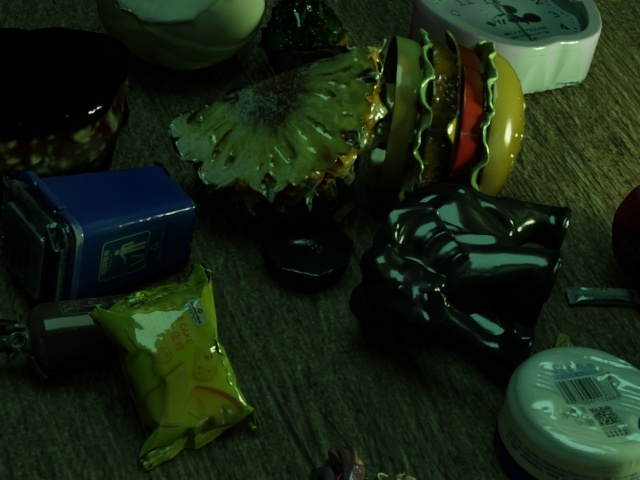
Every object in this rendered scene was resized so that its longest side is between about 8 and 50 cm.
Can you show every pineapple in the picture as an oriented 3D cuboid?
[{"bbox_3d":[-0.012,-0.124,2.028,0.344,0.286,0.209,-20,79,12],"label":"pineapple"}]

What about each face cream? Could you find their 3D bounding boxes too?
[{"bbox_3d":[0.324,0.228,1.711,0.206,0.111,0.206,7,39,-5],"label":"face cream"}]

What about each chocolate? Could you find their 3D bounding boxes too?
[{"bbox_3d":[-0.434,-0.158,1.963,0.340,0.210,0.225,-12,50,-22],"label":"chocolate"}]

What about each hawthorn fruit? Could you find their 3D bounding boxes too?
[{"bbox_3d":[0.531,-0.011,1.998,0.189,0.189,0.251,29,37,24],"label":"hawthorn fruit"}]

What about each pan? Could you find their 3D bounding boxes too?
[{"bbox_3d":[0.010,0.009,1.967,0.202,0.048,0.128,-20,48,-29],"label":"pan"}]

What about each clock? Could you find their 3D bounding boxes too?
[{"bbox_3d":[0.331,-0.388,2.485,0.339,0.102,0.338,5,38,-4],"label":"clock"}]

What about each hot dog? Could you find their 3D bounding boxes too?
[{"bbox_3d":[0.331,0.163,1.855,0.034,0.030,0.090,-7,41,-18],"label":"hot dog"}]

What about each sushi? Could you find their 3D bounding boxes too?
[{"bbox_3d":[-0.028,-0.332,2.282,0.149,0.140,0.287,2,26,-8],"label":"sushi"}]

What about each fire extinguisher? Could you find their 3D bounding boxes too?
[{"bbox_3d":[-0.284,0.119,1.743,0.269,0.104,0.104,-7,41,-19],"label":"fire extinguisher"}]

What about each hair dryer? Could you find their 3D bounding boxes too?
[{"bbox_3d":[-0.423,0.116,1.749,0.079,0.031,0.083,5,15,-16],"label":"hair dryer"}]

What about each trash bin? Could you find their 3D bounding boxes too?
[{"bbox_3d":[-0.302,-0.017,1.860,0.235,0.162,0.184,-16,44,-35],"label":"trash bin"}]

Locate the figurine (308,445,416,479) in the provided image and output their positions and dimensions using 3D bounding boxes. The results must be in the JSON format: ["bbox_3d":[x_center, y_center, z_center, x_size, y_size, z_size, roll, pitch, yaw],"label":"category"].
[{"bbox_3d":[0.050,0.300,1.584,0.157,0.114,0.126,16,63,-39],"label":"figurine"}]

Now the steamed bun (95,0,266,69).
[{"bbox_3d":[-0.223,-0.418,2.303,0.309,0.309,0.309,6,39,-4],"label":"steamed bun"}]

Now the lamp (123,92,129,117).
[{"bbox_3d":[-0.477,-0.230,2.120,0.371,0.108,0.130,-3,41,-14],"label":"lamp"}]

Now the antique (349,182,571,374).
[{"bbox_3d":[0.187,0.041,1.863,0.255,0.185,0.322,19,33,4],"label":"antique"}]

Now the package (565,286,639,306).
[{"bbox_3d":[0.407,0.080,1.984,0.110,0.015,0.037,3,38,-10],"label":"package"}]

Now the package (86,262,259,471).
[{"bbox_3d":[-0.173,0.153,1.673,0.168,0.090,0.226,-19,88,-25],"label":"package"}]

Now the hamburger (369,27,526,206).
[{"bbox_3d":[0.193,-0.170,2.048,0.212,0.274,0.274,8,39,-4],"label":"hamburger"}]
